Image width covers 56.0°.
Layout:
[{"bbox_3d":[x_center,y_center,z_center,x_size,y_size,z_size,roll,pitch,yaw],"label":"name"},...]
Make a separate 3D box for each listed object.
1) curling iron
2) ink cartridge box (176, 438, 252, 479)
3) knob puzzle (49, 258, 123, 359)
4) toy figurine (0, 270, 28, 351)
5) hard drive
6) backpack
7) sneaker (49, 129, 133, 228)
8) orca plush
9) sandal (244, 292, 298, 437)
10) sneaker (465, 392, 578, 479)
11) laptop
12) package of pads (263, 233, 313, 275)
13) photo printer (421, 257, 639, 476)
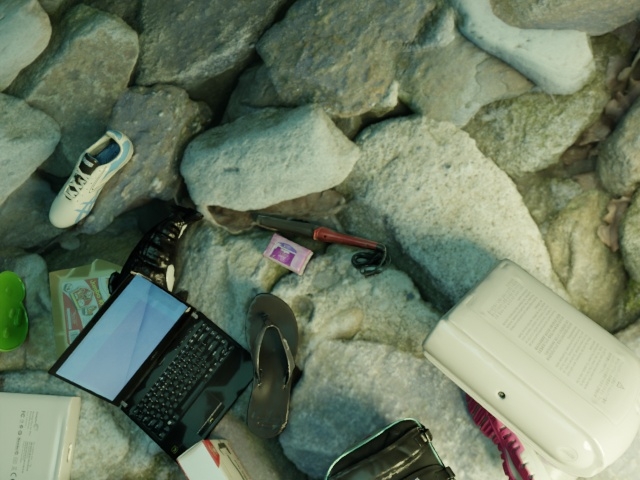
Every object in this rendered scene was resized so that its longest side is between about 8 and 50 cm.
[{"bbox_3d":[0.000,0.000,1.134,0.274,0.035,0.068,21,79,15],"label":"curling iron"},{"bbox_3d":[-0.172,0.387,1.005,0.056,0.135,0.099,-37,72,-4],"label":"ink cartridge box"},{"bbox_3d":[-0.418,0.131,1.175,0.213,0.030,0.213,0,81,-3],"label":"knob puzzle"},{"bbox_3d":[-0.684,0.156,1.190,0.159,0.130,0.173,-19,50,15],"label":"toy figurine"},{"bbox_3d":[-0.615,0.390,1.137,0.308,0.040,0.203,0,74,11],"label":"hard drive"},{"bbox_3d":[0.097,0.388,0.943,0.188,0.144,0.166,-23,72,-21],"label":"backpack"},{"bbox_3d":[-0.481,-0.130,1.236,0.085,0.086,0.237,35,85,16],"label":"sneaker"},{"bbox_3d":[-0.310,0.062,1.124,0.151,0.102,0.287,35,81,2],"label":"orca plush"},{"bbox_3d":[-0.084,0.217,1.068,0.097,0.054,0.254,-1,77,-9],"label":"sandal"},{"bbox_3d":[0.322,0.288,0.966,0.111,0.103,0.252,-16,64,-16],"label":"sneaker"},{"bbox_3d":[-0.286,0.228,1.069,0.264,0.136,0.234,37,84,17],"label":"laptop"},{"bbox_3d":[-0.061,0.027,1.140,0.083,0.032,0.050,25,79,16],"label":"package of pads"},{"bbox_3d":[0.340,0.187,0.920,0.307,0.107,0.256,39,41,17],"label":"photo printer"}]
